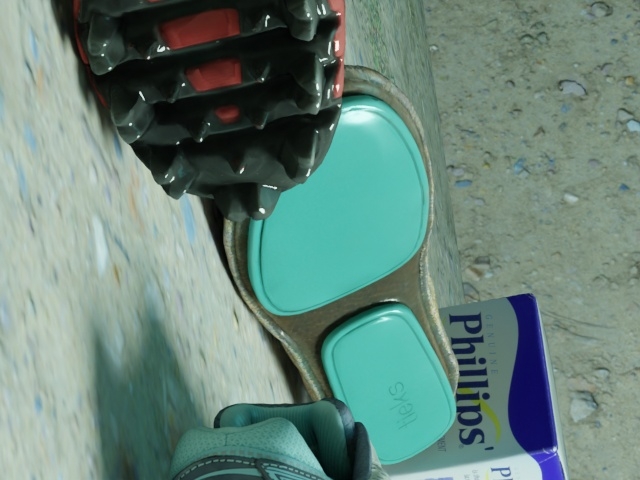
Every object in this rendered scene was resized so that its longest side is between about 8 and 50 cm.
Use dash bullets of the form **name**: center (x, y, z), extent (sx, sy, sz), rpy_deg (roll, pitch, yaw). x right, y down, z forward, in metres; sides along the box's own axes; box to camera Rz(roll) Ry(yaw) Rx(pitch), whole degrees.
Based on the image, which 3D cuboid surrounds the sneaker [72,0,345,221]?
- **sneaker**: center (-0.049, -0.143, 0.658), extent (0.135, 0.097, 0.276), rpy_deg (-84, 161, -57)

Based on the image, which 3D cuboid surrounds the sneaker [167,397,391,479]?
- **sneaker**: center (0.008, 0.119, 0.724), extent (0.283, 0.110, 0.122), rpy_deg (44, 33, -78)

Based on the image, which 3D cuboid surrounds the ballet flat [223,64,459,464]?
- **ballet flat**: center (0.000, 0.000, 0.933), extent (0.316, 0.107, 0.106), rpy_deg (79, -15, -53)

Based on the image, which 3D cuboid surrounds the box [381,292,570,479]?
- **box**: center (0.071, 0.106, 1.091), extent (0.126, 0.137, 0.072), rpy_deg (-92, 169, -46)
